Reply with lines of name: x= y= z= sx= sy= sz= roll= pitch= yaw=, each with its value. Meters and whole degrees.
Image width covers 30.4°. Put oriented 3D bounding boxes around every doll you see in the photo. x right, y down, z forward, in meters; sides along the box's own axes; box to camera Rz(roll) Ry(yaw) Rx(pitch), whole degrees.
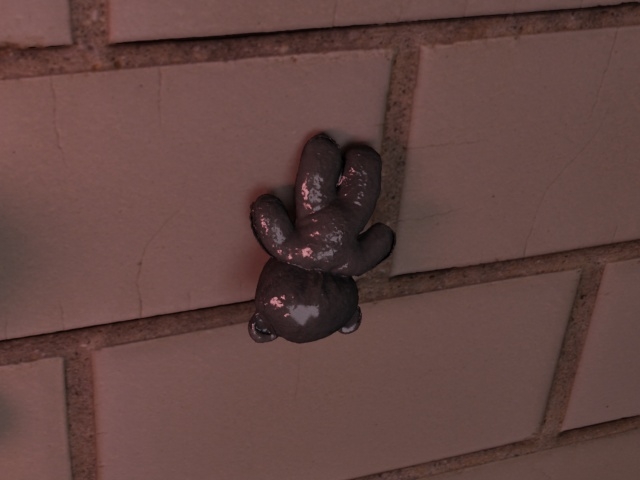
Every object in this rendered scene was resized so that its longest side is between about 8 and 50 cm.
doll: x=-0.003 y=0.002 z=1.894 sx=0.245 sy=0.158 sz=0.340 roll=6 pitch=93 yaw=-23
